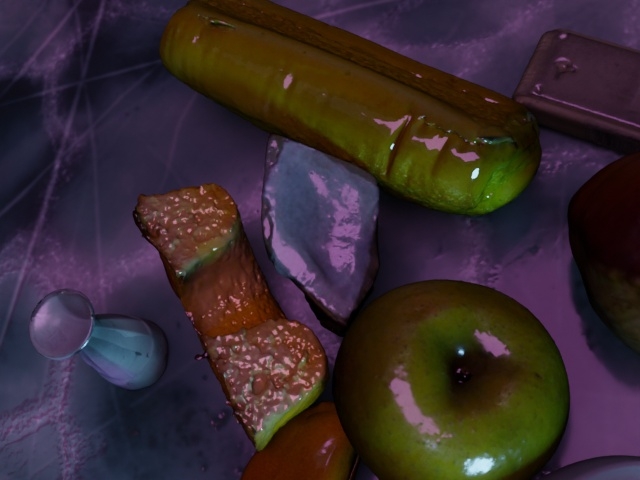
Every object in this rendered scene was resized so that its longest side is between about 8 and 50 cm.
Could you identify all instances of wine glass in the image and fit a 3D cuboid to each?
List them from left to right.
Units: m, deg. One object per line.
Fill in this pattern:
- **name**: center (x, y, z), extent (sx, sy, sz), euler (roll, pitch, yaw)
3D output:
- **wine glass**: center (-0.207, 0.095, 0.946), extent (0.073, 0.155, 0.073), euler (-5, 74, 17)

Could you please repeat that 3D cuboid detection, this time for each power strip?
- **power strip**: center (0.368, -0.096, 0.910), extent (0.387, 0.066, 0.092), euler (22, 79, 21)

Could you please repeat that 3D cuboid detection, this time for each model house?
- **model house**: center (-0.001, 0.007, 0.920), extent (0.106, 0.152, 0.165), euler (5, 74, 1)

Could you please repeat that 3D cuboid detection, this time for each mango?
- **mango**: center (-0.017, 0.221, 0.902), extent (0.105, 0.084, 0.159), euler (12, 60, 33)

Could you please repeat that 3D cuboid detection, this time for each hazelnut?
- **hazelnut**: center (0.313, 0.000, 0.829), extent (0.208, 0.208, 0.208), euler (-4, 73, 13)

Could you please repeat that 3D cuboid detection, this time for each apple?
- **apple**: center (0.106, 0.129, 0.845), extent (0.196, 0.157, 0.196), euler (2, 69, -5)

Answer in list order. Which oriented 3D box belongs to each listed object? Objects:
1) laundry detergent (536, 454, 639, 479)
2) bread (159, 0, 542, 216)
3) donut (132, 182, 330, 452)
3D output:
- **laundry detergent**: center (0.244, 0.273, 0.792), extent (0.280, 0.105, 0.215), euler (-25, 82, -21)
- **bread**: center (0.021, -0.127, 0.962), extent (0.383, 0.166, 0.112), euler (26, 119, 20)
- **donut**: center (-0.079, 0.076, 0.929), extent (0.101, 0.152, 0.259), euler (-28, 64, -12)
